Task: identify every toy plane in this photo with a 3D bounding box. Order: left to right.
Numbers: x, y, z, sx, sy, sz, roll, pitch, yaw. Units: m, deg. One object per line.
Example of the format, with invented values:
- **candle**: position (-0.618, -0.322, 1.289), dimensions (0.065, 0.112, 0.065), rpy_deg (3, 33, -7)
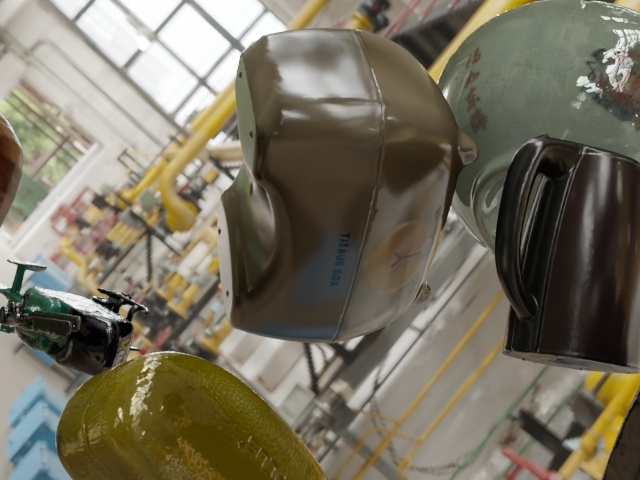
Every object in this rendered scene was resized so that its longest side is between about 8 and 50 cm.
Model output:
- **toy plane**: position (-0.329, 0.091, 1.193), dimensions (0.155, 0.106, 0.382), rpy_deg (16, 2, -39)

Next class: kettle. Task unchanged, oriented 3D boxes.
- **kettle**: position (0.260, 0.013, 1.051), dimensions (0.202, 0.232, 0.144), rpy_deg (14, -11, -29)

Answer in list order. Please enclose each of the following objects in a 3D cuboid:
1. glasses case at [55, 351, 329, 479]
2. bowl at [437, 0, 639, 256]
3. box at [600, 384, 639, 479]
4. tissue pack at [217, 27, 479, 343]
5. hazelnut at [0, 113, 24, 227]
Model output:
- **glasses case**: position (-0.094, 0.262, 1.025), dimensions (0.141, 0.173, 0.371), rpy_deg (-25, -67, 33)
- **bowl**: position (0.317, -0.081, 1.313), dimensions (0.435, 0.196, 0.434), rpy_deg (17, -47, 19)
- **box**: position (0.359, 0.113, 0.846), dimensions (0.073, 0.289, 0.290), rpy_deg (43, -33, 34)
- **tissue pack**: position (0.021, -0.063, 1.252), dimensions (0.267, 0.277, 0.387), rpy_deg (-108, -157, -46)
- **hazelnut**: position (-0.419, -0.064, 1.037), dimensions (0.181, 0.212, 0.181), rpy_deg (32, -5, -43)
